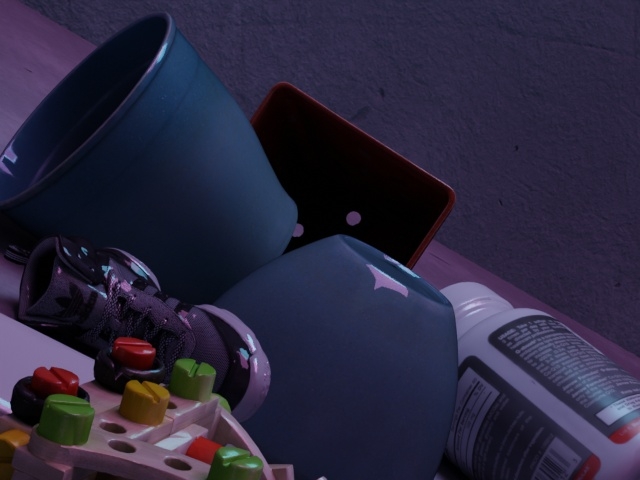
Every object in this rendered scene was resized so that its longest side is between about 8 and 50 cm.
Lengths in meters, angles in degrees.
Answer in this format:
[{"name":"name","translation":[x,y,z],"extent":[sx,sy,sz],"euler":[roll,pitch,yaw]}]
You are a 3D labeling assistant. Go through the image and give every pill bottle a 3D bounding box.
[{"name":"pill bottle","translation":[0.252,0.206,1.800],"extent":[0.210,0.210,0.363],"euler":[24,12,-46]}]

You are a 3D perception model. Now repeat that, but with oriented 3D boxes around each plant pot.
[{"name":"plant pot","translation":[0.022,0.110,1.557],"extent":[0.290,0.195,0.290],"euler":[31,7,-5]},{"name":"plant pot","translation":[-0.169,-0.058,1.682],"extent":[0.255,0.271,0.272],"euler":[44,3,-23]},{"name":"plant pot","translation":[0.000,0.000,2.008],"extent":[0.267,0.267,0.236],"euler":[34,-3,12]}]

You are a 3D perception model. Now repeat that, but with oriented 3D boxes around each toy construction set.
[{"name":"toy construction set","translation":[-0.086,0.157,0.990],"extent":[0.215,0.151,0.327],"euler":[20,-1,19]}]

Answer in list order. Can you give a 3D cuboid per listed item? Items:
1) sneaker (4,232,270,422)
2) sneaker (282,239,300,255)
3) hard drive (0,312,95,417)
[{"name":"sneaker","translation":[-0.172,0.075,1.385],"extent":[0.268,0.101,0.153],"euler":[31,6,39]},{"name":"sneaker","translation":[-0.026,0.058,2.167],"extent":[0.211,0.080,0.081],"euler":[44,4,11]},{"name":"hard drive","translation":[-0.229,0.106,1.170],"extent":[0.307,0.040,0.203],"euler":[30,8,-21]}]
